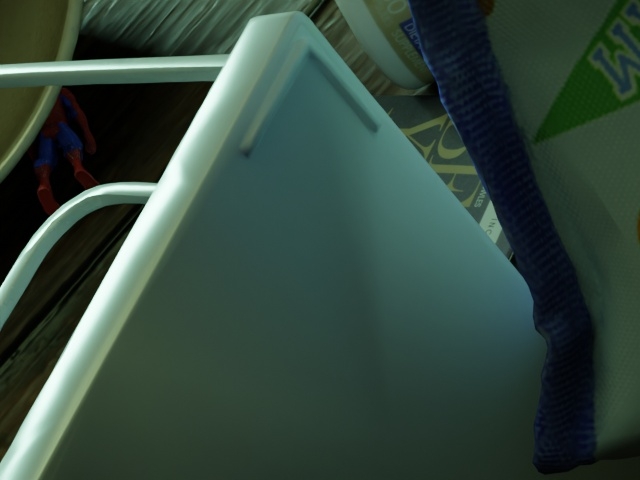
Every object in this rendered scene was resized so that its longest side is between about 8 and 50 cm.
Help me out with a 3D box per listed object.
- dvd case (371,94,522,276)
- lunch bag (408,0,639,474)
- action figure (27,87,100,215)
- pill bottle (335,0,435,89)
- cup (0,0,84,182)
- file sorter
[{"bbox_3d":[0.000,0.000,0.837,0.221,0.018,0.164,4,57,39],"label":"dvd case"},{"bbox_3d":[0.211,-0.109,0.564,0.327,0.239,0.385,-11,19,14],"label":"lunch bag"},{"bbox_3d":[-0.142,-0.052,0.985,0.038,0.030,0.115,-29,36,5],"label":"action figure"},{"bbox_3d":[0.096,-0.156,0.831,0.186,0.112,0.112,-26,42,16],"label":"pill bottle"},{"bbox_3d":[-0.298,-0.147,1.008,0.331,0.331,0.237,-43,9,-4],"label":"cup"},{"bbox_3d":[-0.030,0.094,0.582,0.173,0.278,0.193,2,56,44],"label":"file sorter"}]
